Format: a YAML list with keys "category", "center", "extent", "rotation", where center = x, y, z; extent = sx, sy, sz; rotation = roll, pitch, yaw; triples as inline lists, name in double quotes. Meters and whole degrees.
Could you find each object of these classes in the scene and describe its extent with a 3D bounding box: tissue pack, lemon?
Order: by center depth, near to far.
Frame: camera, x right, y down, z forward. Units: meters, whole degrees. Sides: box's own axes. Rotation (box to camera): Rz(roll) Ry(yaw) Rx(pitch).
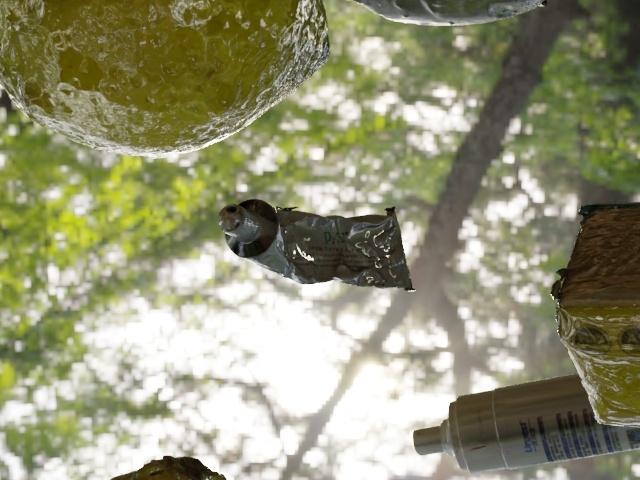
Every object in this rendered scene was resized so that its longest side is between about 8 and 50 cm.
- category: "tissue pack"
  center: [0.342, 0.065, 1.069]
  extent: [0.271, 0.192, 0.134]
  rotation: [-2, -130, 26]
- category: "lemon"
  center: [-0.168, -0.251, 1.376]
  extent: [0.387, 0.349, 0.350]
  rotation: [19, -171, -26]

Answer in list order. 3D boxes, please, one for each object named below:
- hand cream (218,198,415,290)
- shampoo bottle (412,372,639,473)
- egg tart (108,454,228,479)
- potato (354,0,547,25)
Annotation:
- category: "hand cream"
  center: [-0.003, 0.001, 1.191]
  extent: [0.050, 0.084, 0.257]
  rotation: [-23, 162, 33]
- category: "shampoo bottle"
  center: [0.249, 0.192, 1.442]
  extent: [0.303, 0.092, 0.092]
  rotation: [-12, -166, 15]
- category: "egg tart"
  center: [-0.109, 0.325, 1.149]
  extent: [0.116, 0.294, 0.295]
  rotation: [-8, -170, 34]
- category: "potato"
  center: [0.078, -0.280, 1.185]
  extent: [0.298, 0.176, 0.141]
  rotation: [15, -151, 5]
